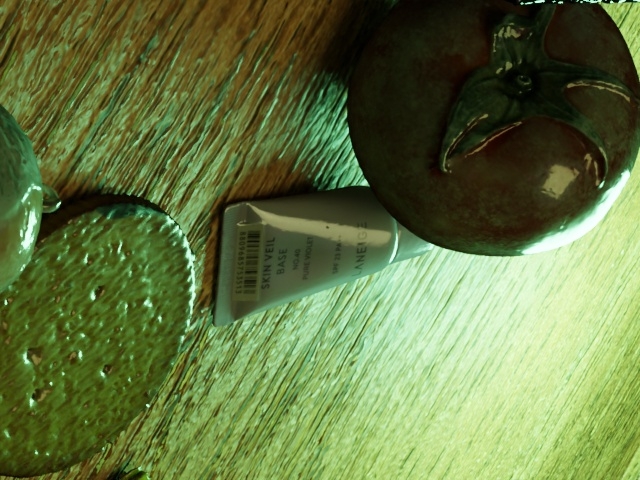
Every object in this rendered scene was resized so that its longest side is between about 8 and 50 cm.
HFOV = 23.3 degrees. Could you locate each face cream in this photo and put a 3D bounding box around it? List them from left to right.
[{"bbox_3d":[0.000,0.000,1.722,0.273,0.096,0.154,-15,130,-33],"label":"face cream"}]

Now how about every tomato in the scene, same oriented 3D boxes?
[{"bbox_3d":[0.185,-0.136,1.649,0.317,0.316,0.282,-49,175,-17],"label":"tomato"}]

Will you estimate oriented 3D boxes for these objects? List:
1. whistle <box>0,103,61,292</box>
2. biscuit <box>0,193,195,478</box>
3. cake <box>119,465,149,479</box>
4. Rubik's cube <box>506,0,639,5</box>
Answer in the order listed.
[{"bbox_3d":[-0.341,-0.034,1.131,0.347,0.189,0.189,-5,120,-38],"label":"whistle"},{"bbox_3d":[-0.239,0.093,1.493,0.305,0.038,0.305,-32,137,-36],"label":"biscuit"},{"bbox_3d":[-0.209,0.343,1.697,0.116,0.079,0.185,-35,144,-39],"label":"cake"},{"bbox_3d":[0.190,-0.399,1.479,0.288,0.283,0.294,-13,126,-49],"label":"Rubik's cube"}]
